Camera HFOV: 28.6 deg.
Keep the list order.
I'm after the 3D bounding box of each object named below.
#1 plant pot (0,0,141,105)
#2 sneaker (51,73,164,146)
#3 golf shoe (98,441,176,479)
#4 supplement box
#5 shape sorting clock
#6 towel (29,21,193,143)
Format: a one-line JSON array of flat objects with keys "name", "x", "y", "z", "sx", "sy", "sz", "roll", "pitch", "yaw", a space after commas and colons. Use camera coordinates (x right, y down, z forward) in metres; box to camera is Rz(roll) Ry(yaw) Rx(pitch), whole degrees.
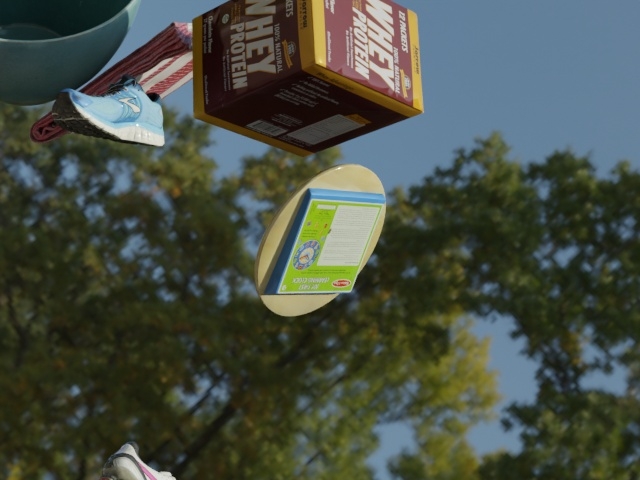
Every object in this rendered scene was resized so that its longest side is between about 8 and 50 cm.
[{"name": "plant pot", "x": -0.365, "y": -0.279, "z": 1.545, "sx": 0.290, "sy": 0.290, "sz": 0.195, "roll": 41, "pitch": -34, "yaw": 17}, {"name": "sneaker", "x": -0.229, "y": -0.147, "z": 1.361, "sx": 0.063, "sy": 0.162, "sz": 0.073, "roll": 7, "pitch": -91, "yaw": 29}, {"name": "golf shoe", "x": -0.177, "y": 0.311, "z": 1.456, "sx": 0.067, "sy": 0.086, "sz": 0.186, "roll": -18, "pitch": -57, "yaw": 40}, {"name": "supplement box", "x": -0.015, "y": -0.204, "z": 1.460, "sx": 0.194, "sy": 0.191, "sz": 0.129, "roll": -18, "pitch": -113, "yaw": 39}, {"name": "shape sorting clock", "x": 0.000, "y": 0.000, "z": 1.507, "sx": 0.040, "sy": 0.206, "sz": 0.206, "roll": 31, "pitch": -39, "yaw": 36}, {"name": "towel", "x": -0.228, "y": -0.209, "z": 1.673, "sx": 0.237, "sy": 0.329, "sz": 0.037, "roll": -32, "pitch": -88, "yaw": 14}]
